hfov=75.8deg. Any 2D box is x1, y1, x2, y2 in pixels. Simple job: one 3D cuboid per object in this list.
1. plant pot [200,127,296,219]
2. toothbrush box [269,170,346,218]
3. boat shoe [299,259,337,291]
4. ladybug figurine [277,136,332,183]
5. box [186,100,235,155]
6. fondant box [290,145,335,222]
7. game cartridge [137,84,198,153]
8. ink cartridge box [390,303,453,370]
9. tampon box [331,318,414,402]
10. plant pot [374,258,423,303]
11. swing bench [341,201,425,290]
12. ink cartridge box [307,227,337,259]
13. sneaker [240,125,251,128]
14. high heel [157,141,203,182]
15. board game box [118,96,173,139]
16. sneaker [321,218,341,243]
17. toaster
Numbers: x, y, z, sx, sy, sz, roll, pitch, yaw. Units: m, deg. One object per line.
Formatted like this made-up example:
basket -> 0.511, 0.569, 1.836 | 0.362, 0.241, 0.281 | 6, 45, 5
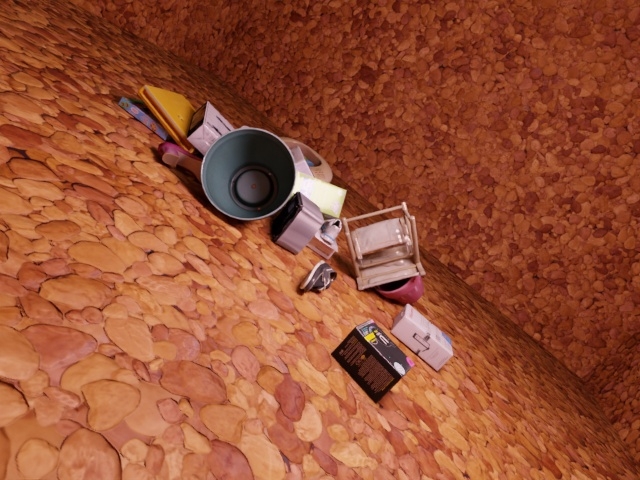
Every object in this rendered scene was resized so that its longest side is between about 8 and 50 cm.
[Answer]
plant pot -> -0.227, -0.196, 1.357 | 0.293, 0.293, 0.196 | 38, -8, 1
toothbrush box -> -0.076, -0.177, 1.606 | 0.283, 0.122, 0.206 | 17, -7, -20
boat shoe -> 0.000, 0.117, 1.273 | 0.079, 0.084, 0.233 | 40, 13, 7
ladybug figurine -> -0.119, -0.377, 2.138 | 0.305, 0.162, 0.449 | -8, 44, -36
box -> -0.416, -0.414, 1.598 | 0.169, 0.087, 0.290 | 45, 16, -33
fondant box -> -0.053, -0.236, 1.853 | 0.330, 0.096, 0.238 | 60, 5, -28
game cartridge -> -0.535, -0.465, 1.623 | 0.285, 0.053, 0.323 | 52, 12, -6
ink cartridge box -> 0.354, 0.333, 1.437 | 0.203, 0.086, 0.148 | 39, 16, 7
tampon box -> 0.134, 0.298, 1.036 | 0.161, 0.101, 0.120 | 45, 18, 20
plant pot -> 0.331, 0.167, 1.687 | 0.180, 0.201, 0.201 | 46, 8, -41
swing bench -> 0.233, 0.024, 1.540 | 0.165, 0.253, 0.254 | -93, 168, -65
ink cartridge box -> 0.000, 0.000, 1.619 | 0.115, 0.067, 0.198 | 34, 15, -15
sneaker -> -0.351, -0.340, 1.724 | 0.126, 0.127, 0.321 | 35, 41, -25
high heel -> -0.432, -0.260, 1.401 | 0.244, 0.082, 0.117 | 16, 25, -35
board game box -> -0.632, -0.461, 1.569 | 0.211, 0.039, 0.160 | 39, 15, -2
sneaker -> 0.052, -0.051, 1.598 | 0.071, 0.083, 0.190 | 33, 15, -12
toaster -> -0.083, -0.061, 1.427 | 0.110, 0.168, 0.185 | 33, 16, -21
